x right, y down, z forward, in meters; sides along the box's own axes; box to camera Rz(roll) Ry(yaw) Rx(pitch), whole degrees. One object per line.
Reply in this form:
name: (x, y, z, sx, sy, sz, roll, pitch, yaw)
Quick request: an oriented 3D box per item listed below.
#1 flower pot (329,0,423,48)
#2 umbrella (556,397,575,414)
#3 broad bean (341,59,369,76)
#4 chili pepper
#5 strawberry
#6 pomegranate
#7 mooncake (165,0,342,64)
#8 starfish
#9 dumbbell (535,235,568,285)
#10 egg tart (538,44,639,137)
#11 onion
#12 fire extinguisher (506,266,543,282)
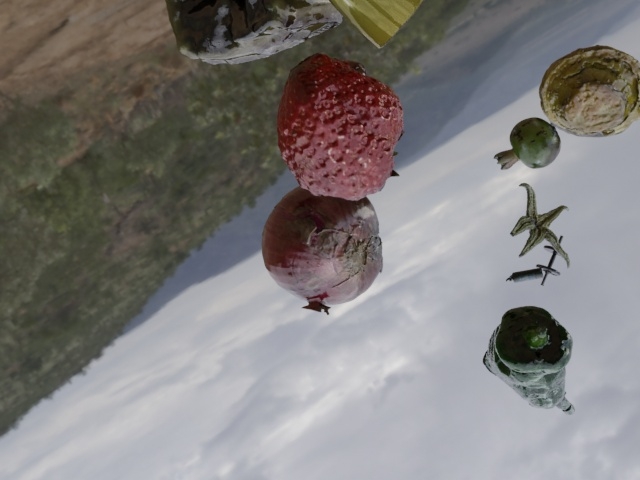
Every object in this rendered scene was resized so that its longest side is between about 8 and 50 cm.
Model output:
flower pot: (0.090, -0.478, 1.389, 0.195, 0.179, 0.195, -51, -162, 24)
umbrella: (0.620, 0.401, 2.053, 0.046, 0.188, 0.050, -32, -155, 38)
broad bean: (0.071, -0.433, 2.179, 0.156, 0.121, 0.228, -5, 167, -2)
chili pepper: (0.306, 0.169, 1.117, 0.099, 0.136, 0.270, -38, 156, -4)
strawberry: (0.024, -0.221, 1.423, 0.258, 0.276, 0.257, -16, -133, 18)
pomegranate: (0.443, -0.198, 1.635, 0.142, 0.114, 0.114, -33, -178, 25)
mooncake: (-0.146, -0.540, 1.704, 0.394, 0.246, 0.394, -12, -173, -7)
starfish: (0.494, -0.027, 1.712, 0.224, 0.216, 0.050, -29, 170, -33)
dumbbell: (0.629, 0.055, 2.076, 0.069, 0.069, 0.147, 180, -67, -83)
egg tart: (0.601, -0.311, 1.678, 0.241, 0.241, 0.105, -28, -152, 38)
onion: (0.009, 0.016, 2.042, 0.354, 0.353, 0.353, -30, -176, 2)
fire extinguisher: (0.462, 0.080, 1.737, 0.083, 0.025, 0.038, -12, -166, 11)
